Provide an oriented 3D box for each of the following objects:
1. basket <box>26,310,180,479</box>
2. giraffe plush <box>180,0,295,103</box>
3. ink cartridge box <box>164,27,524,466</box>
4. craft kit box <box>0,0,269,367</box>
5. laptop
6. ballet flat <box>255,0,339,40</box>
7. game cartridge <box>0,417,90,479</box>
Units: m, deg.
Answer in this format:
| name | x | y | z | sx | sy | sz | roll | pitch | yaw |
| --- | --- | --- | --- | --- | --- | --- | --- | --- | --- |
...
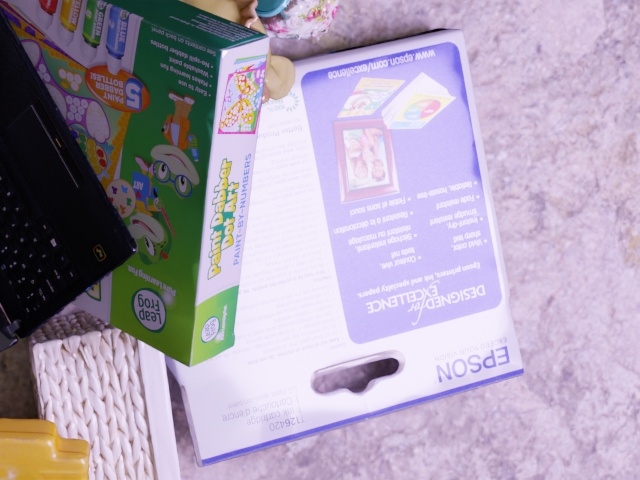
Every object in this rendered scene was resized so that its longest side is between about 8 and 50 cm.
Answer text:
| name | x | y | z | sx | sy | sz | roll | pitch | yaw |
| --- | --- | --- | --- | --- | --- | --- | --- | --- | --- |
| basket | -0.175 | 0.138 | 1.290 | 0.103 | 0.113 | 0.167 | -8 | 98 | -12 |
| giraffe plush | -0.089 | -0.182 | 1.226 | 0.181 | 0.210 | 0.170 | -11 | 94 | -18 |
| ink cartridge box | 0.000 | 0.000 | 1.354 | 0.304 | 0.072 | 0.307 | -14 | 101 | -17 |
| craft kit box | -0.159 | -0.067 | 1.174 | 0.061 | 0.250 | 0.246 | -28 | 133 | -46 |
| laptop | -0.302 | -0.020 | 1.184 | 0.136 | 0.264 | 0.234 | -26 | 84 | -47 |
| ballet flat | 0.010 | -0.275 | 1.332 | 0.077 | 0.091 | 0.241 | 22 | 93 | -48 |
| game cartridge | -0.321 | 0.288 | 1.227 | 0.285 | 0.052 | 0.323 | 2 | 109 | -5 |
